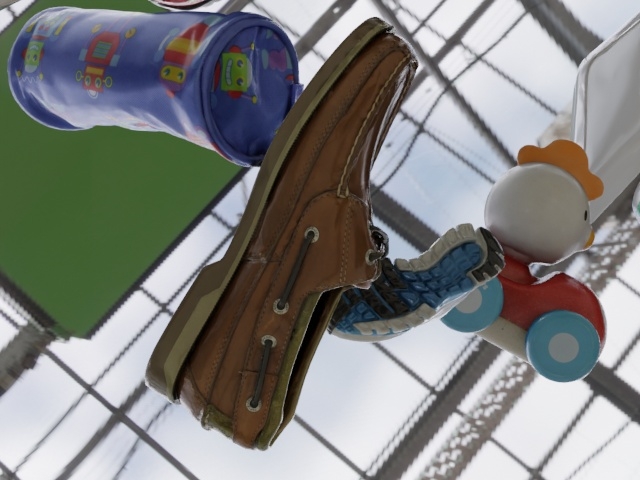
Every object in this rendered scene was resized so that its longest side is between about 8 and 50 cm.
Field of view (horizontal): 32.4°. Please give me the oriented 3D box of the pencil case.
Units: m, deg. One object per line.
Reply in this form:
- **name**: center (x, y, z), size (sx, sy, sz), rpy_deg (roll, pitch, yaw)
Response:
- **pencil case**: center (-0.144, -0.141, 0.966), size (0.133, 0.306, 0.119), rpy_deg (15, -91, -48)

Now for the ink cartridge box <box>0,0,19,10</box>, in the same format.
- **ink cartridge box**: center (-0.307, -0.219, 0.874), size (0.060, 0.104, 0.180), rpy_deg (-39, -70, -51)

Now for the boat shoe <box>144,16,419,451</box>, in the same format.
- **boat shoe**: center (0.000, 0.000, 0.769), size (0.104, 0.110, 0.307), rpy_deg (31, -82, 16)

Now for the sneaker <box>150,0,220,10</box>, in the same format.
- **sneaker**: center (-0.049, -0.301, 0.974), size (0.279, 0.118, 0.107), rpy_deg (-41, -88, 12)

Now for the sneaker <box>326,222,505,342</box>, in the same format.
- **sneaker**: center (0.073, 0.052, 0.935), size (0.190, 0.083, 0.071), rpy_deg (-18, -116, -35)

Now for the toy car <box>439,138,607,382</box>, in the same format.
- **toy car**: center (0.241, 0.009, 1.190), size (0.210, 0.219, 0.238), rpy_deg (27, -88, 6)

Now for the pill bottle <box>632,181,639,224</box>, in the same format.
- **pill bottle**: center (0.546, 0.049, 1.322), size (0.204, 0.204, 0.361), rpy_deg (-10, -123, -20)

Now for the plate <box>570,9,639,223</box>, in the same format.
- **plate**: center (0.406, -0.187, 1.478), size (0.277, 0.045, 0.278), rpy_deg (-40, -39, -32)
